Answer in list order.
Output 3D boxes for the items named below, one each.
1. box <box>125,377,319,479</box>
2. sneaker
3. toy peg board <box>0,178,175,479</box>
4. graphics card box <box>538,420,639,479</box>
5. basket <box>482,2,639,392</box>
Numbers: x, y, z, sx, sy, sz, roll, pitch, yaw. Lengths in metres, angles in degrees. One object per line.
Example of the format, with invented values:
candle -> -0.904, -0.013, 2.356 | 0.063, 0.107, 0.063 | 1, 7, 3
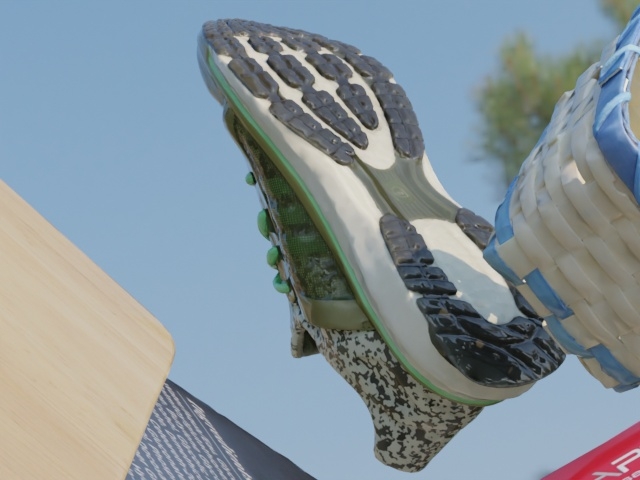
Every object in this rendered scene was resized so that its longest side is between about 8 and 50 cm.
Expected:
box -> -0.162, 0.175, 0.729 | 0.293, 0.212, 0.395 | -48, -49, 5
sneaker -> 0.000, 0.000, 1.444 | 0.158, 0.410, 0.182 | 2, -47, -40
toy peg board -> -0.126, 0.028, 0.383 | 0.161, 0.160, 0.079 | 43, -65, -13
graphics card box -> 0.086, 0.149, 0.331 | 0.233, 0.094, 0.371 | -30, 16, -10
basket -> 0.252, -0.060, 1.153 | 0.201, 0.255, 0.289 | 43, -48, -7
